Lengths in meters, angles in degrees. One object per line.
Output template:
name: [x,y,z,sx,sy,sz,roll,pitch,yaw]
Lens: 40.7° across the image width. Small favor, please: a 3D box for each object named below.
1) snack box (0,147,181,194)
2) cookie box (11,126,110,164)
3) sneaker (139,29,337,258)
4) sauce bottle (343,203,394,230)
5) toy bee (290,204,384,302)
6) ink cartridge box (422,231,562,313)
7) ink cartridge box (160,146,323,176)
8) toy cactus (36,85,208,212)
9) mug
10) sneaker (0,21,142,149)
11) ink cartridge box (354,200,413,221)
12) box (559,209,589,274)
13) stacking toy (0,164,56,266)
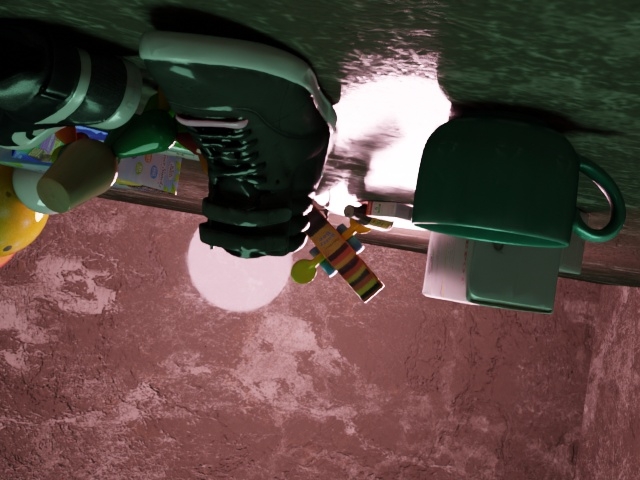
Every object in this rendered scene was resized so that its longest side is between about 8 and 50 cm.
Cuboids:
snack box: [-0.325,-0.118,1.213,0.174,0.070,0.207,7,176,25]
cookie box: [-0.279,-0.120,0.966,0.107,0.040,0.092,9,150,-32]
sneaker: [-0.060,-0.061,0.672,0.104,0.147,0.296,10,177,16]
sauce bottle: [0.092,-0.046,1.659,0.042,0.042,0.128,7,179,41]
toy bee: [0.000,0.000,1.737,0.298,0.195,0.162,21,162,42]
ink cartridge box: [0.179,-0.008,0.911,0.093,0.154,0.212,8,177,-3]
ink cartridge box: [-0.098,-0.102,0.981,0.180,0.056,0.224,10,176,-9]
toy cactus: [-0.183,-0.075,0.775,0.218,0.112,0.180,-2,-149,29]
mug: [0.157,-0.049,0.716,0.157,0.097,0.129,9,177,-25]
sneaker: [-0.258,-0.132,0.705,0.216,0.079,0.121,-4,167,39]
ink cartridge box: [0.118,-0.052,1.559,0.062,0.029,0.115,11,177,-39]
box: [0.282,-0.011,1.212,0.130,0.091,0.170,8,177,36]
stacking toy: [-0.603,-0.067,1.518,0.479,0.351,0.350,-12,166,32]
